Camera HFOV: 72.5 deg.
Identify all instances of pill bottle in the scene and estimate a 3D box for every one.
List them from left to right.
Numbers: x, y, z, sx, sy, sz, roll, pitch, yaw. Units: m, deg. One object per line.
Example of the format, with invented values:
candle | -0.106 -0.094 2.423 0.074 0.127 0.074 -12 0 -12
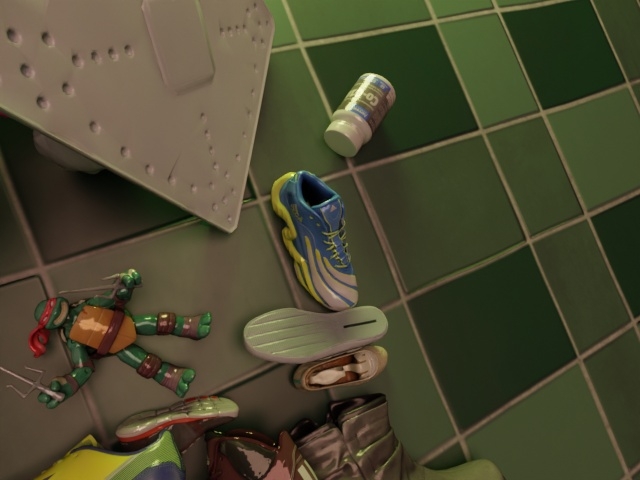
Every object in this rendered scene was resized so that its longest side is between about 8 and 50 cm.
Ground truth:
pill bottle | 0.067 -0.217 0.760 0.078 0.078 0.137 36 70 -10

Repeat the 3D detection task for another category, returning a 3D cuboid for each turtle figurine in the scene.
turtle figurine | -0.268 0.116 0.555 0.234 0.118 0.175 25 87 -30

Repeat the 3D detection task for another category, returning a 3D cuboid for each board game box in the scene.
board game box | -0.191 -0.247 0.545 0.051 0.390 0.389 3 75 21

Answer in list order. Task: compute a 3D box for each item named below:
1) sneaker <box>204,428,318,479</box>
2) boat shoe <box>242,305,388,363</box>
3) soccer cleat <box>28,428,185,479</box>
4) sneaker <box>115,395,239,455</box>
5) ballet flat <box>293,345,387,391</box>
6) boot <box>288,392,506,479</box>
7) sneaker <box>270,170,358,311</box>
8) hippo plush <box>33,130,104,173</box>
sneaker | -0.140 0.336 0.554 0.282 0.106 0.162 -28 82 -8
boat shoe | -0.008 0.152 0.661 0.227 0.075 0.083 1 54 -20
soccer cleat | -0.304 0.301 0.513 0.289 0.093 0.121 -11 60 -5
sneaker | -0.188 0.259 0.593 0.158 0.061 0.064 -8 94 -12
ballet flat | 0.041 0.205 0.681 0.168 0.052 0.057 -10 83 -22
boot | 0.122 0.335 0.658 0.339 0.118 0.222 -11 78 -26
sneaker | 0.000 0.000 0.667 0.091 0.126 0.240 -30 90 -22
hippo plush | -0.348 -0.192 0.559 0.235 0.294 0.236 -24 115 -2
